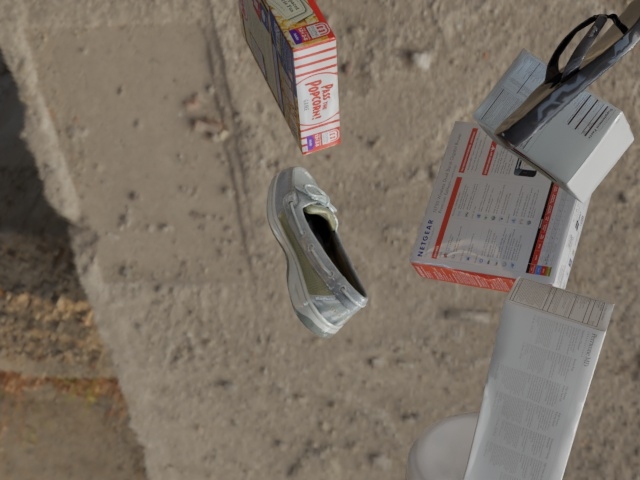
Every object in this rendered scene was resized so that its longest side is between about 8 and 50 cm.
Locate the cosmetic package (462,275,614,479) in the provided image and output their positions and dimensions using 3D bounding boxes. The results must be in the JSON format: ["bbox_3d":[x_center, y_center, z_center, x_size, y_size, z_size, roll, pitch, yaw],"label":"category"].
[{"bbox_3d":[0.215,0.159,1.027,0.099,0.060,0.239,18,122,18],"label":"cosmetic package"}]

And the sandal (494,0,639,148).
[{"bbox_3d":[0.302,-0.212,1.220,0.054,0.254,0.097,49,171,-7],"label":"sandal"}]

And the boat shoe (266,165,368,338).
[{"bbox_3d":[-0.001,0.000,1.568,0.103,0.320,0.118,-36,131,24],"label":"boat shoe"}]

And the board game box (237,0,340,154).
[{"bbox_3d":[-0.037,-0.204,1.023,0.045,0.193,0.146,-19,146,-10],"label":"board game box"}]

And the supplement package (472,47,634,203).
[{"bbox_3d":[0.402,-0.192,1.764,0.203,0.194,0.149,39,98,23],"label":"supplement package"}]

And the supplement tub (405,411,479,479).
[{"bbox_3d":[0.253,0.473,1.681,0.241,0.241,0.331,5,127,7],"label":"supplement tub"}]

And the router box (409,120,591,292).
[{"bbox_3d":[0.372,-0.068,2.052,0.301,0.335,0.082,10,159,29],"label":"router box"}]
